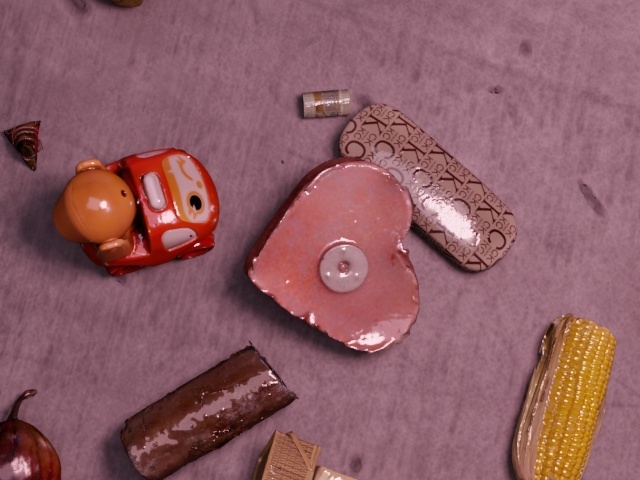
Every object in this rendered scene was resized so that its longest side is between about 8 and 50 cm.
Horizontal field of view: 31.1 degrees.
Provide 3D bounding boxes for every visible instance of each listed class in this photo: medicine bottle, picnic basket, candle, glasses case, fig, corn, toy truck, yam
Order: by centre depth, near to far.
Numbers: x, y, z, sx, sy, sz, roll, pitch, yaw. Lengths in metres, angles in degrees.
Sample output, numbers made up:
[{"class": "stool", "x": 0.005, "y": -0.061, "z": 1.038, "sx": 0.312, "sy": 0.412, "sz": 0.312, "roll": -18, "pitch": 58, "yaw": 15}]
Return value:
[{"class": "fig", "x": -0.492, "y": 0.349, "z": 1.822, "sx": 0.148, "sy": 0.149, "sz": 0.202, "roll": -11, "pitch": 88, "yaw": -24}, {"class": "picnic basket", "x": -0.066, "y": 0.397, "z": 1.831, "sx": 0.079, "sy": 0.115, "sz": 0.164, "roll": 22, "pitch": 51, "yaw": -6}, {"class": "toy truck", "x": -0.298, "y": -0.057, "z": 1.874, "sx": 0.264, "sy": 0.239, "sz": 0.189, "roll": -18, "pitch": 80, "yaw": -7}, {"class": "yam", "x": -0.185, "y": 0.278, "z": 1.874, "sx": 0.279, "sy": 0.131, "sz": 0.131, "roll": -30, "pitch": 82, "yaw": -6}, {"class": "candle", "x": 0.015, "y": 0.032, "z": 1.902, "sx": 0.287, "sy": 0.131, "sz": 0.317, "roll": -14, "pitch": 100, "yaw": -12}, {"class": "corn", "x": 0.408, "y": 0.269, "z": 1.917, "sx": 0.123, "sy": 0.122, "sz": 0.305, "roll": 14, "pitch": 74, "yaw": 28}, {"class": "glasses case", "x": 0.184, "y": -0.091, "z": 1.986, "sx": 0.354, "sy": 0.085, "sz": 0.137, "roll": 42, "pitch": 80, "yaw": 6}, {"class": "medicine bottle", "x": 0.010, "y": -0.241, "z": 2.028, "sx": 0.083, "sy": 0.047, "sz": 0.047, "roll": -5, "pitch": 79, "yaw": -4}]

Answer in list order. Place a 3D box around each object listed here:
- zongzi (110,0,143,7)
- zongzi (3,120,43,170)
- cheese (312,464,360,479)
[{"class": "zongzi", "x": -0.456, "y": -0.512, "z": 2.030, "sx": 0.299, "sy": 0.145, "sz": 0.274, "roll": -20, "pitch": 86, "yaw": 11}, {"class": "zongzi", "x": -0.506, "y": -0.157, "z": 1.984, "sx": 0.067, "sy": 0.074, "sz": 0.083, "roll": -15, "pitch": 40, "yaw": -6}, {"class": "cheese", "x": 0.057, "y": 0.523, "z": 1.835, "sx": 0.242, "sy": 0.124, "sz": 0.266, "roll": 20, "pitch": 79, "yaw": 5}]
